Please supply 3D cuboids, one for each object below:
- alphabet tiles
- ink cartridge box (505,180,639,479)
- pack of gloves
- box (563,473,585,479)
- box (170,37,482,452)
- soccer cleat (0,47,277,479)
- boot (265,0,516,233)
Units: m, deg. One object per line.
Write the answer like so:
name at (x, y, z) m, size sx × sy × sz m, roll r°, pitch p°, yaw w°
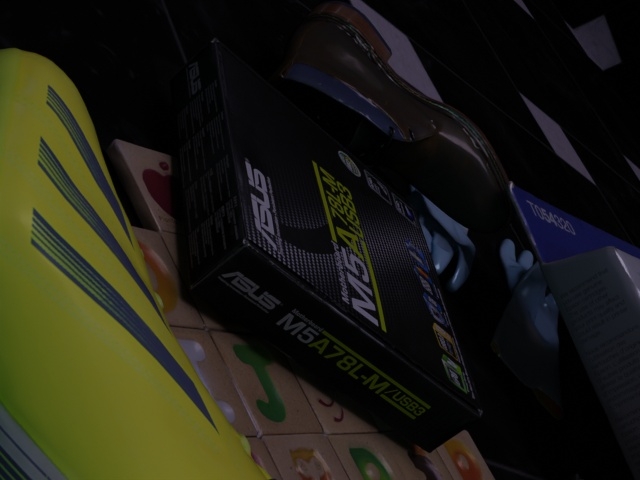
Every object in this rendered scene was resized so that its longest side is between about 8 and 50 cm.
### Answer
alphabet tiles at (0.014, 0.098, 0.607) m, size 0.285 × 0.011 × 0.342 m, roll 13°, pitch 43°, yaw -58°
ink cartridge box at (0.300, 0.112, 0.909) m, size 0.324 × 0.071 × 0.330 m, roll 18°, pitch 46°, yaw -49°
pack of gloves at (0.145, 0.011, 0.974) m, size 0.195 × 0.046 × 0.232 m, roll 48°, pitch 21°, yaw -10°
box at (0.164, 0.269, 0.546) m, size 0.270 × 0.060 × 0.216 m, roll 54°, pitch 21°, yaw -2°
box at (0.000, 0.000, 0.661) m, size 0.184 × 0.045 × 0.190 m, roll 41°, pitch 23°, yaw -33°
soccer cleat at (-0.062, 0.065, 0.350) m, size 0.121 × 0.093 × 0.289 m, roll 4°, pitch 52°, yaw -27°
boot at (0.048, -0.066, 0.874) m, size 0.219 × 0.082 × 0.106 m, roll 45°, pitch 41°, yaw -6°
